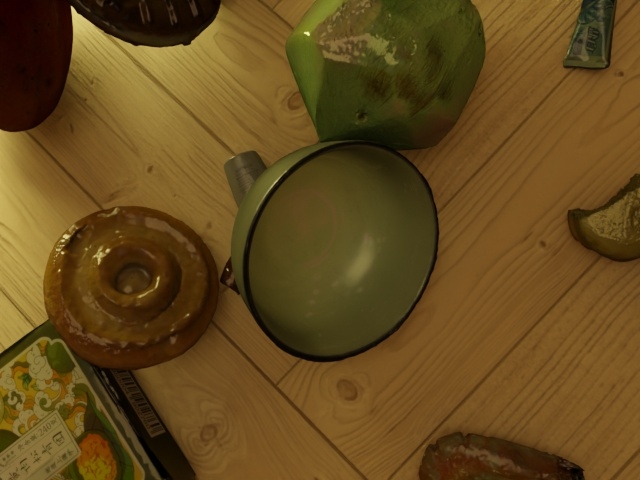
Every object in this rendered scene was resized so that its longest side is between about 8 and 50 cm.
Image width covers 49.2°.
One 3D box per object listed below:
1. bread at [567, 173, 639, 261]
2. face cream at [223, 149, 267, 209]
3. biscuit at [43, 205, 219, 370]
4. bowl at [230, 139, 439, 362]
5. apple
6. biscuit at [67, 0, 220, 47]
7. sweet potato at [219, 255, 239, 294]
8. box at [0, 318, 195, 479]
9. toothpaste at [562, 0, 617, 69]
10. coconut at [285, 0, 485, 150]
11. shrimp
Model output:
[{"bbox_3d":[0.497,-0.028,1.138,0.156,0.086,0.125,-30,85,8],"label":"bread"},{"bbox_3d":[-0.105,-0.063,1.261,0.084,0.057,0.198,-24,81,-2],"label":"face cream"},{"bbox_3d":[-0.318,0.073,1.194,0.296,0.102,0.296,8,63,-16],"label":"biscuit"},{"bbox_3d":[0.000,0.000,1.135,0.354,0.354,0.185,-59,34,-2],"label":"bowl"},{"bbox_3d":[-0.586,-0.381,1.250,0.295,0.329,0.365,3,104,12],"label":"apple"},{"bbox_3d":[-0.324,-0.502,1.254,0.332,0.103,0.332,11,68,-28],"label":"biscuit"},{"bbox_3d":[-0.144,0.038,1.259,0.049,0.049,0.117,17,79,12],"label":"sweet potato"},{"bbox_3d":[-0.488,0.385,1.223,0.420,0.138,0.373,-37,78,3],"label":"box"},{"bbox_3d":[0.488,-0.427,1.215,0.069,0.047,0.268,13,88,-1],"label":"toothpaste"},{"bbox_3d":[0.096,-0.286,1.148,0.328,0.281,0.328,-5,103,-22],"label":"coconut"},{"bbox_3d":[0.307,0.396,1.128,0.294,0.062,0.154,6,96,13],"label":"shrimp"}]
